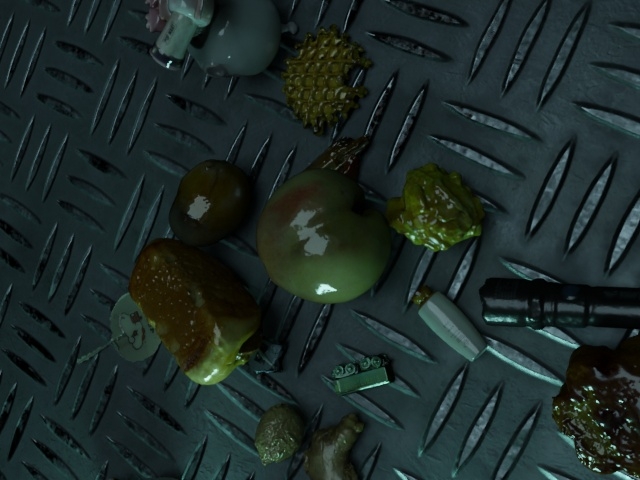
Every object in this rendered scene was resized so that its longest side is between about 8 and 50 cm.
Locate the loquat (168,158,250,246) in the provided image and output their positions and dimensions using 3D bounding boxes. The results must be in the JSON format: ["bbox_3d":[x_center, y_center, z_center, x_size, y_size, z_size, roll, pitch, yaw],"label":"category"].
[{"bbox_3d":[-0.267,-0.088,1.660,0.179,0.179,0.228,20,78,28],"label":"loquat"}]

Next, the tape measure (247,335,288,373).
[{"bbox_3d":[-0.127,0.273,1.633,0.094,0.054,0.091,8,84,26],"label":"tape measure"}]

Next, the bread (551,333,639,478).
[{"bbox_3d":[0.531,0.306,1.232,0.232,0.135,0.247,-19,82,38],"label":"bread"}]

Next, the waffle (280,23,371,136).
[{"bbox_3d":[0.005,-0.379,1.611,0.228,0.051,0.232,-44,67,22],"label":"waffle"}]

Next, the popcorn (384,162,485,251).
[{"bbox_3d":[0.233,-0.059,1.397,0.197,0.197,0.156,42,121,24],"label":"popcorn"}]

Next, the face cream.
[{"bbox_3d":[0.266,0.170,1.430,0.182,0.051,0.072,46,108,22],"label":"face cream"}]

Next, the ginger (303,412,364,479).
[{"bbox_3d":[0.024,0.484,1.527,0.137,0.074,0.214,5,93,19],"label":"ginger"}]

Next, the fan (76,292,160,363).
[{"bbox_3d":[-0.552,0.265,1.884,0.329,0.009,0.191,-33,73,20],"label":"fan"}]

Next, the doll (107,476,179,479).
[{"bbox_3d":[-0.443,0.660,1.751,0.316,0.103,0.146,-6,88,33],"label":"doll"}]

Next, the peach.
[{"bbox_3d":[-0.001,-0.001,1.458,0.292,0.247,0.293,3,113,8],"label":"peach"}]

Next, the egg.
[{"bbox_3d":[-0.094,0.441,1.568,0.116,0.118,0.140,20,108,26],"label":"egg"}]

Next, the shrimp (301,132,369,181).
[{"bbox_3d":[0.021,-0.129,1.582,0.154,0.062,0.294,43,109,11],"label":"shrimp"}]

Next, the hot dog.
[{"bbox_3d":[-0.271,0.163,1.616,0.405,0.223,0.185,43,109,38],"label":"hot dog"}]

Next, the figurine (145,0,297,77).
[{"bbox_3d":[-0.230,-0.490,1.572,0.210,0.361,0.253,12,96,27],"label":"figurine"}]

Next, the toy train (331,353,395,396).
[{"bbox_3d":[0.093,0.295,1.522,0.147,0.038,0.071,-21,80,25],"label":"toy train"}]

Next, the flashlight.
[{"bbox_3d":[0.510,0.123,1.277,0.423,0.103,0.103,0,87,28],"label":"flashlight"}]
